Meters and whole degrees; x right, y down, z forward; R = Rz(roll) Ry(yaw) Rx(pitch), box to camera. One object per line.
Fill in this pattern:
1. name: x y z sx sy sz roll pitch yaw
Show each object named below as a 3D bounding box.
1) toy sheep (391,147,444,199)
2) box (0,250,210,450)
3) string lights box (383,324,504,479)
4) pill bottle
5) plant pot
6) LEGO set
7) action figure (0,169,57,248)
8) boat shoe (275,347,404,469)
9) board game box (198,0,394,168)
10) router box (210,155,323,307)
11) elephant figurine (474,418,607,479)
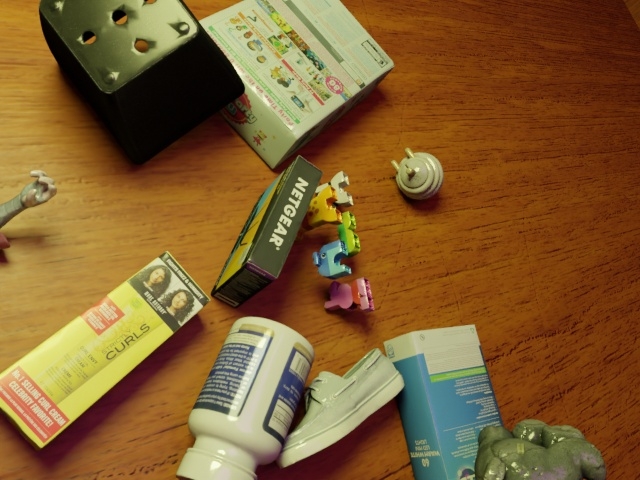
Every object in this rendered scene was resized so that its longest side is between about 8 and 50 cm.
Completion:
1. toy sheep: 0.172 -0.115 0.925 0.132 0.091 0.091 -4 68 -59
2. box: -0.238 0.114 0.588 0.087 0.058 0.232 50 53 -3
3. string lights box: 0.192 0.262 0.770 0.133 0.077 0.259 1 68 -31
4. pill bottle: -0.087 0.194 0.610 0.112 0.112 0.186 33 55 -14
5. plant pot: -0.223 -0.233 0.647 0.187 0.167 0.188 -37 91 -6
6. LEGO set: 0.000 0.000 0.780 0.087 0.093 0.227 32 43 -54
7. action figure: -0.417 -0.024 0.465 0.276 0.248 0.370 -10 100 3
8. boat shoe: 0.017 0.211 0.695 0.227 0.079 0.081 -22 74 -42
9. board game box: -0.044 -0.291 0.872 0.224 0.097 0.303 48 51 -3
10. router box: -0.071 -0.011 0.701 0.046 0.133 0.179 32 55 -16
11. elephant figurine: 0.272 0.359 0.645 0.186 0.169 0.239 -4 88 -3
